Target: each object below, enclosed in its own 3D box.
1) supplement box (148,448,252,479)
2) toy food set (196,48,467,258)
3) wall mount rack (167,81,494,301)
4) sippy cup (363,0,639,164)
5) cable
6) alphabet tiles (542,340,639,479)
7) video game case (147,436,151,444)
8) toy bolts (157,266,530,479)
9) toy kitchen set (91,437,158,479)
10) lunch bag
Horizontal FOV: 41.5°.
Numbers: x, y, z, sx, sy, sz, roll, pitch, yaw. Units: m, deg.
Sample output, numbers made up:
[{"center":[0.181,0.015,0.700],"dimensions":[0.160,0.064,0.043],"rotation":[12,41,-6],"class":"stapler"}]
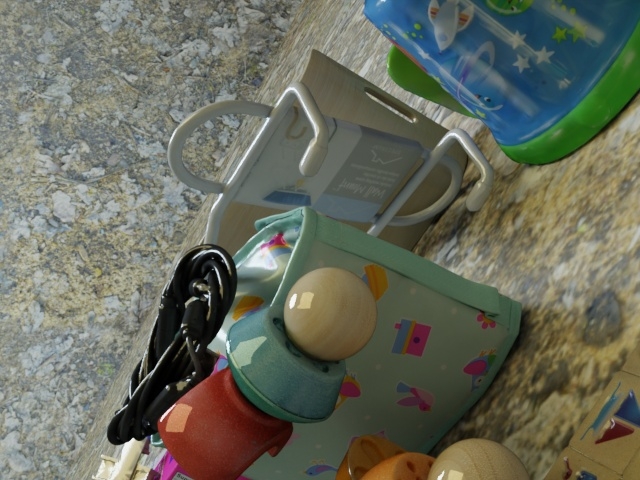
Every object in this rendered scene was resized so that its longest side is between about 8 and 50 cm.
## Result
[{"center":[-0.185,0.352,1.114],"dimensions":[0.220,0.114,0.111],"rotation":[-54,15,19],"class":"supplement box"},{"center":[0.003,-0.042,1.012],"dimensions":[0.306,0.220,0.092],"rotation":[-56,16,17],"class":"toy food set"},{"center":[0.000,0.000,0.855],"dimensions":[0.304,0.350,0.130],"rotation":[-55,42,33],"class":"wall mount rack"},{"center":[0.171,-0.225,0.789],"dimensions":[0.305,0.224,0.240],"rotation":[-51,18,30],"class":"sippy cup"},{"center":[-0.124,0.084,0.679],"dimensions":[0.184,0.047,0.150],"rotation":[-50,28,42],"class":"cable"},{"center":[0.213,0.118,0.358],"dimensions":[0.285,0.011,0.342],"rotation":[-54,14,-5],"class":"alphabet tiles"},{"center":[-0.134,0.164,1.159],"dimensions":[0.244,0.061,0.269],"rotation":[-29,-13,-45],"class":"video game case"},{"center":[0.036,0.125,0.563],"dimensions":[0.158,0.228,0.218],"rotation":[-50,-10,22],"class":"toy bolts"},{"center":[-0.234,0.296,1.100],"dimensions":[0.083,0.075,0.068],"rotation":[6,63,30],"class":"toy kitchen set"},{"center":[0.011,0.094,0.724],"dimensions":[0.262,0.223,0.160],"rotation":[-50,26,33],"class":"lunch bag"}]
